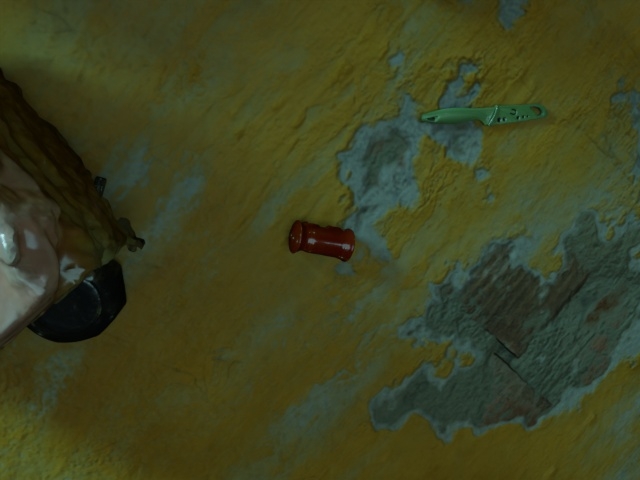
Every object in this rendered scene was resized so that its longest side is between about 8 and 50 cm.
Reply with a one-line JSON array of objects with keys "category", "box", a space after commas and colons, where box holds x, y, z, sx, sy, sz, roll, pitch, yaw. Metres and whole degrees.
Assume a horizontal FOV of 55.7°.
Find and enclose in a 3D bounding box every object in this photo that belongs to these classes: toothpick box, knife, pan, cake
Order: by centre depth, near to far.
[{"category": "cake", "box": [-0.381, -0.010, 0.527, 0.307, 0.293, 0.314, -38, 99, -4]}, {"category": "pan", "box": [-0.305, 0.033, 0.717, 0.129, 0.048, 0.201, -9, 110, -15]}, {"category": "toothpick box", "box": [0.000, 0.000, 0.813, 0.083, 0.047, 0.047, 10, 104, -21]}, {"category": "knife", "box": [0.234, -0.175, 0.854, 0.207, 0.014, 0.030, -8, 108, -18]}]
